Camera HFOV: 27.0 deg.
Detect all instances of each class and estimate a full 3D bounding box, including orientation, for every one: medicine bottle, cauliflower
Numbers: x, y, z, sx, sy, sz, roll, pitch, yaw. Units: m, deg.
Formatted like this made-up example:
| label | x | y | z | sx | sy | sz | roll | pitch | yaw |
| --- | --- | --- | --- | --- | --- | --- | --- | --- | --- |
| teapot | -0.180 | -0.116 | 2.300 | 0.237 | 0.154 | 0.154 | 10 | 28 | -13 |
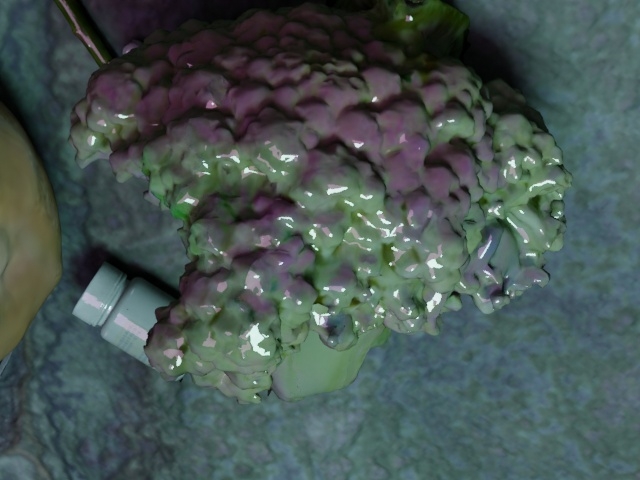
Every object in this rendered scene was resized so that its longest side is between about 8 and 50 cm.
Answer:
| label | x | y | z | sx | sy | sz | roll | pitch | yaw |
| --- | --- | --- | --- | --- | --- | --- | --- | --- | --- |
| medicine bottle | -0.115 | 0.052 | 0.861 | 0.083 | 0.047 | 0.047 | 32 | 122 | -5 |
| cauliflower | 0.000 | 0.000 | 0.721 | 0.256 | 0.239 | 0.315 | -7 | 131 | -17 |

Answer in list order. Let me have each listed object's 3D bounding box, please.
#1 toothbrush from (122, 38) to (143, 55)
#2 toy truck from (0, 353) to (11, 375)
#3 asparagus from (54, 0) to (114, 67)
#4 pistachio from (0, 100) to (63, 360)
| label | x | y | z | sx | sy | sz | roll | pitch | yaw |
| --- | --- | --- | --- | --- | --- | --- | --- | --- | --- |
| toothbrush | -0.049 | -0.040 | 0.807 | 0.017 | 0.022 | 0.204 | -36 | 106 | 18 |
| toy truck | -0.323 | 0.076 | 0.897 | 0.216 | 0.110 | 0.116 | 24 | 135 | -2 |
| asparagus | -0.113 | -0.089 | 0.796 | 0.016 | 0.016 | 0.163 | -31 | 109 | 13 |
| pistachio | -0.300 | -0.017 | 0.766 | 0.309 | 0.230 | 0.230 | 13 | 123 | -12 |
